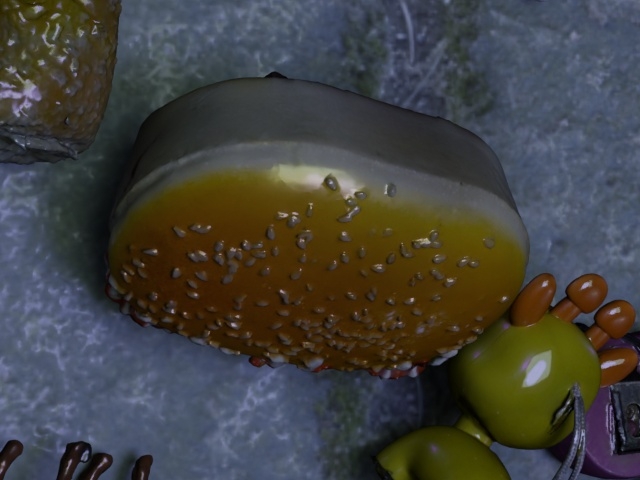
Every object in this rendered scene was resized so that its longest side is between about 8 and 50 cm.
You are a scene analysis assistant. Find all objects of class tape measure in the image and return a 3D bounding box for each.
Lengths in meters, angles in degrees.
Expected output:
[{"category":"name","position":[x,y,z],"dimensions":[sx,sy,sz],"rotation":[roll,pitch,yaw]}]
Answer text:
[{"category":"tape measure","position":[0.229,0.123,1.492],"dimensions":[0.118,0.074,0.125],"rotation":[-6,89,-25]}]

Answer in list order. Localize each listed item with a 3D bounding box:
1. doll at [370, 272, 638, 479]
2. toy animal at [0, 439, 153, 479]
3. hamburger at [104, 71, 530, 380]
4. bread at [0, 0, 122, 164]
[{"category":"doll","position":[0.142,0.118,1.392],"dimensions":[0.221,0.135,0.143],"rotation":[-47,129,1]},{"category":"toy animal","position":[-0.146,0.261,1.313],"dimensions":[0.224,0.066,0.230],"rotation":[18,71,-44]},{"category":"hamburger","position":[0.000,0.000,1.302],"dimensions":[0.295,0.227,0.151],"rotation":[16,59,-22]},{"category":"bread","position":[-0.224,-0.149,1.215],"dimensions":[0.195,0.176,0.246],"rotation":[4,87,-25]}]
